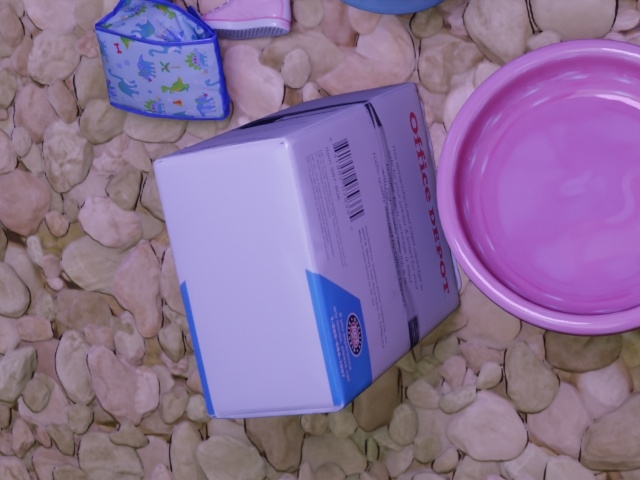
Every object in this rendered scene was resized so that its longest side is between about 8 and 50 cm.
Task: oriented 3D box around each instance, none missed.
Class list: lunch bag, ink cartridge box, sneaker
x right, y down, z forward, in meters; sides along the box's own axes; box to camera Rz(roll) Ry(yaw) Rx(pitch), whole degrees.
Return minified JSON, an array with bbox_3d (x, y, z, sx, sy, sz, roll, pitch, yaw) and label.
[{"bbox_3d":[-0.181,-0.215,2.031,0.151,0.096,0.129,19,141,24],"label":"lunch bag"},{"bbox_3d":[0.000,0.000,1.877,0.166,0.395,0.285,-7,100,25],"label":"ink cartridge box"},{"bbox_3d":[-0.091,-0.281,2.033,0.134,0.051,0.070,1,81,34],"label":"sneaker"}]

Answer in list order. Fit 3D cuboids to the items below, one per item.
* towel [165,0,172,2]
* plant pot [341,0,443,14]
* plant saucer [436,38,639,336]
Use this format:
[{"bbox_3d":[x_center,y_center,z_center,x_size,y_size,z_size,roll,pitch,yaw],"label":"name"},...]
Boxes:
[{"bbox_3d":[-0.257,-0.460,1.967,0.324,0.056,0.312,38,143,4],"label":"towel"},{"bbox_3d":[0.081,-0.389,1.805,0.272,0.271,0.255,22,144,14],"label":"plant pot"},{"bbox_3d":[0.296,-0.054,1.862,0.332,0.084,0.332,-3,75,10],"label":"plant saucer"}]
